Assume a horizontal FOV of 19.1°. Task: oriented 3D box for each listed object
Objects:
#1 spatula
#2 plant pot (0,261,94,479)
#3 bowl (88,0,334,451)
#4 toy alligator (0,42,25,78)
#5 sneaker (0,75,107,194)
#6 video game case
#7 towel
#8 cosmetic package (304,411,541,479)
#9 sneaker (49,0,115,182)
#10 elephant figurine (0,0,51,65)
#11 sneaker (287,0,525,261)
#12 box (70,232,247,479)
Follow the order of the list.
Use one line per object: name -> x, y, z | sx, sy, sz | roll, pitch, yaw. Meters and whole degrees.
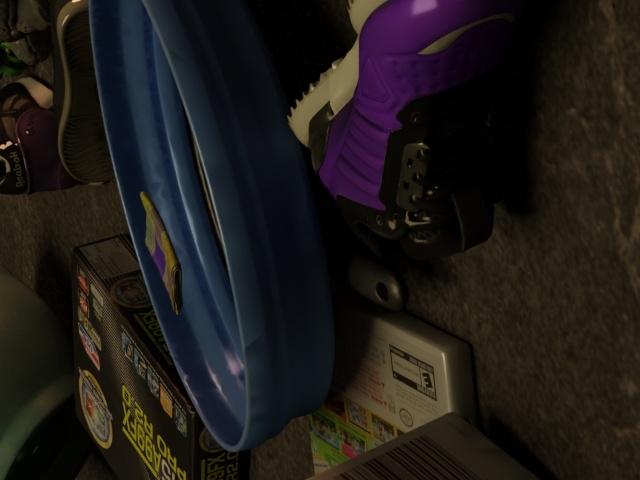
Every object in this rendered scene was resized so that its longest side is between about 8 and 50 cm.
spatula -> 0.000, 0.000, 1.387 | 0.296, 0.030, 0.084 | -141, 41, -64
plant pot -> -0.356, 0.184, 2.014 | 0.196, 0.293, 0.293 | 30, 138, 19
bowl -> -0.085, -0.036, 1.440 | 0.391, 0.077, 0.391 | 165, 90, -76
toy alligator -> -0.317, -0.230, 1.915 | 0.051, 0.056, 0.189 | 14, 120, 11
sneaker -> -0.319, -0.100, 1.899 | 0.283, 0.124, 0.107 | 12, 114, 63
video game case -> 0.050, 0.143, 1.397 | 0.227, 0.026, 0.206 | 25, 126, 57
towel -> -0.121, 0.009, 1.446 | 0.060, 0.009, 0.083 | 92, 157, -52
cosmetic package -> 0.070, 0.243, 1.233 | 0.151, 0.151, 0.183 | 37, 135, 38
sneaker -> -0.202, -0.161, 1.699 | 0.222, 0.083, 0.118 | 97, 162, -45
elephant figurine -> -0.300, -0.250, 1.745 | 0.169, 0.186, 0.239 | 12, 118, 44
sneaker -> 0.072, -0.068, 1.145 | 0.293, 0.102, 0.146 | 126, 125, -68
box -> -0.155, 0.155, 1.787 | 0.270, 0.060, 0.216 | 49, 145, 43
